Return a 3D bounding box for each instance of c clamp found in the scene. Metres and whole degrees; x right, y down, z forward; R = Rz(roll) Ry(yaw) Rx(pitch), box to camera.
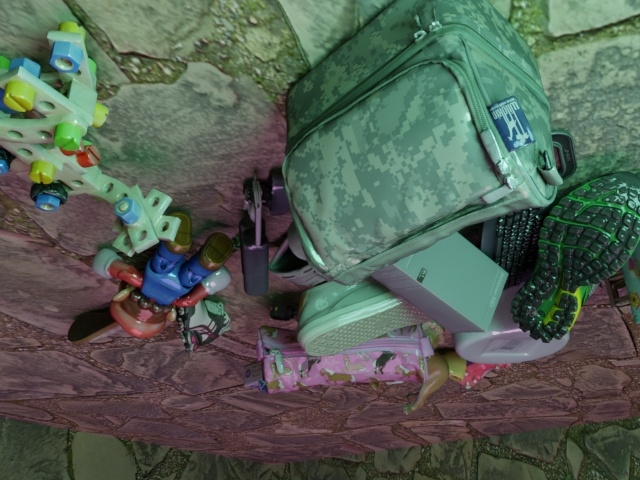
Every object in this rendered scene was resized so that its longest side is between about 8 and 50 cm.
[{"bbox_3d":[0.322,-0.119,0.908,0.137,0.022,0.161,-24,145,23],"label":"c clamp"}]

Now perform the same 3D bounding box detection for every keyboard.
[{"bbox_3d":[0.378,0.000,1.056,0.202,0.033,0.317,-25,149,-2],"label":"keyboard"}]

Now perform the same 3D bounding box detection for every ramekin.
[{"bbox_3d":[0.425,0.184,1.345,0.277,0.135,0.277,-2,152,-1],"label":"ramekin"}]

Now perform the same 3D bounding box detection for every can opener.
[{"bbox_3d":[-0.090,-0.005,1.010,0.095,0.076,0.283,-6,145,-9],"label":"can opener"}]

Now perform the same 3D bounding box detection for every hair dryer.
[{"bbox_3d":[0.052,0.137,1.330,0.294,0.080,0.224,-14,161,37],"label":"hair dryer"}]

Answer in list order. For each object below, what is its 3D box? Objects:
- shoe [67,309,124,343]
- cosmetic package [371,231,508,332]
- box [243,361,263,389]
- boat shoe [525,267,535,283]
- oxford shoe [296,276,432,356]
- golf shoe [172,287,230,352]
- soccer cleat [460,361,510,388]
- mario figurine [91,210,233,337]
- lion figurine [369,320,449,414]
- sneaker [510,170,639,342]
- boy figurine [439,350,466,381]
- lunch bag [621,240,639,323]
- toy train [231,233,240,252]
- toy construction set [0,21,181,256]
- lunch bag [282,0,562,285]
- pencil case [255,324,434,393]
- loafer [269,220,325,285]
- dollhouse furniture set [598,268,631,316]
[{"bbox_3d":[-0.509,0.203,1.393,0.219,0.076,0.058,-19,142,26],"label":"shoe"},{"bbox_3d":[0.195,0.050,1.012,0.238,0.127,0.107,33,158,-18],"label":"cosmetic package"},{"bbox_3d":[-0.099,0.370,1.730,0.324,0.067,0.063,-25,143,38],"label":"box"},{"bbox_3d":[0.500,0.039,1.156,0.076,0.080,0.228,41,132,-13],"label":"boat shoe"},{"bbox_3d":[0.156,0.098,1.176,0.449,0.130,0.169,-16,144,-12],"label":"oxford shoe"},{"bbox_3d":[-0.270,0.159,1.331,0.120,0.105,0.273,-17,157,-15],"label":"golf shoe"},{"bbox_3d":[0.485,0.338,1.705,0.083,0.095,0.248,38,127,-2],"label":"soccer cleat"},{"bbox_3d":[-0.300,0.053,1.127,0.320,0.198,0.170,-39,176,38],"label":"mario figurine"},{"bbox_3d":[0.256,0.321,1.560,0.240,0.142,0.392,-34,144,10],"label":"lion figurine"},{"bbox_3d":[0.435,0.016,1.004,0.134,0.146,0.343,35,138,19],"label":"sneaker"},{"bbox_3d":[0.288,0.381,1.746,0.285,0.092,0.177,-5,149,14],"label":"boy figurine"},{"bbox_3d":[0.631,0.011,0.947,0.262,0.223,0.160,-4,157,1],"label":"lunch bag"},{"bbox_3d":[-0.148,-0.001,1.094,0.017,0.023,0.083,17,147,-30],"label":"toy train"},{"bbox_3d":[-0.320,-0.115,0.770,0.215,0.151,0.327,-9,139,13],"label":"toy construction set"},{"bbox_3d":[0.108,-0.103,0.681,0.213,0.256,0.305,24,142,-39],"label":"lunch bag"},{"bbox_3d":[0.053,0.253,1.316,0.386,0.167,0.160,-5,111,5],"label":"pencil case"},{"bbox_3d":[0.000,0.000,1.013,0.111,0.112,0.319,2,153,-24],"label":"loafer"},{"bbox_3d":[0.671,0.127,1.287,0.182,0.101,0.161,-24,144,35],"label":"dollhouse furniture set"}]
